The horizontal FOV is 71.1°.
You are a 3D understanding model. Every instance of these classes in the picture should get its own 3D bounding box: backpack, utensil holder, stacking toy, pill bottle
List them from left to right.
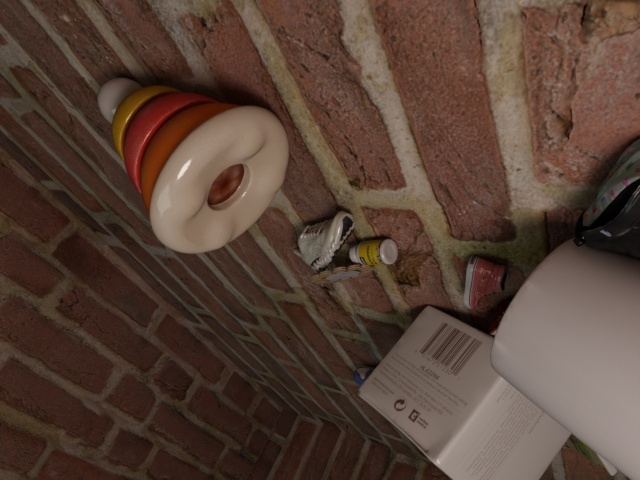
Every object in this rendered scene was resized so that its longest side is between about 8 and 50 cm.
[{"bbox_3d":[-0.340,-0.232,0.995,0.480,0.351,0.350,39,153,19],"label":"stacking toy"},{"bbox_3d":[0.132,0.031,1.141,0.117,0.065,0.065,-6,134,46],"label":"pill bottle"},{"bbox_3d":[0.478,-0.060,0.658,0.152,0.115,0.181,10,145,11],"label":"backpack"},{"bbox_3d":[0.522,0.208,0.702,0.386,0.328,0.327,37,161,43],"label":"utensil holder"}]

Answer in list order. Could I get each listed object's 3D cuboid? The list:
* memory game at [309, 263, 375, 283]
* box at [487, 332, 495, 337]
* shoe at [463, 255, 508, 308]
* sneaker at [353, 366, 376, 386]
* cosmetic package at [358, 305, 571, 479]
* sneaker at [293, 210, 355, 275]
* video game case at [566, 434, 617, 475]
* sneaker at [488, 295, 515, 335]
[{"bbox_3d":[0.059,0.094,1.241,0.187,0.012,0.186,-9,164,-3],"label":"memory game"},{"bbox_3d":[0.545,0.292,1.204,0.136,0.036,0.225,37,150,-12],"label":"box"},{"bbox_3d":[0.385,0.110,1.043,0.081,0.063,0.177,18,144,29],"label":"shoe"},{"bbox_3d":[0.258,0.536,1.783,0.297,0.112,0.130,3,123,35],"label":"sneaker"},{"bbox_3d":[0.390,0.454,1.206,0.393,0.327,0.329,47,168,-28],"label":"cosmetic package"},{"bbox_3d":[0.000,0.000,1.180,0.118,0.110,0.292,39,150,3],"label":"sneaker"},{"bbox_3d":[0.711,0.530,1.286,0.226,0.026,0.206,55,175,-9],"label":"video game case"},{"bbox_3d":[0.476,0.184,1.053,0.093,0.088,0.225,28,150,0],"label":"sneaker"}]
